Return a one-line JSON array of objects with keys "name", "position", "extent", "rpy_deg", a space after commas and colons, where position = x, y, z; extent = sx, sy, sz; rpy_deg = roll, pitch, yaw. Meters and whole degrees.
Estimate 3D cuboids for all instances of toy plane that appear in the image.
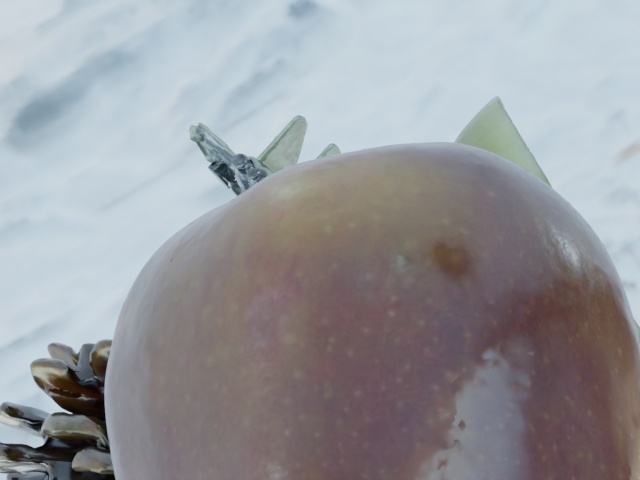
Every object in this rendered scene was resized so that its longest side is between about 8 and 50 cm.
[{"name": "toy plane", "position": [-0.008, 0.008, 1.276], "extent": [0.088, 0.192, 0.262], "rpy_deg": [-42, 147, -12]}]

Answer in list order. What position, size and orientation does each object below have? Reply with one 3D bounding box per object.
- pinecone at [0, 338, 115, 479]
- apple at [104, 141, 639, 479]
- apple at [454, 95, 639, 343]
[{"name": "pinecone", "position": [-0.112, 0.263, 1.450], "extent": [0.384, 0.384, 0.384], "rpy_deg": [-28, 161, -11]}, {"name": "apple", "position": [0.035, 0.100, 0.963], "extent": [0.288, 0.317, 0.288], "rpy_deg": [-6, 144, -5]}, {"name": "apple", "position": [0.238, 0.054, 1.794], "extent": [0.312, 0.360, 0.320], "rpy_deg": [-4, 140, -34]}]
